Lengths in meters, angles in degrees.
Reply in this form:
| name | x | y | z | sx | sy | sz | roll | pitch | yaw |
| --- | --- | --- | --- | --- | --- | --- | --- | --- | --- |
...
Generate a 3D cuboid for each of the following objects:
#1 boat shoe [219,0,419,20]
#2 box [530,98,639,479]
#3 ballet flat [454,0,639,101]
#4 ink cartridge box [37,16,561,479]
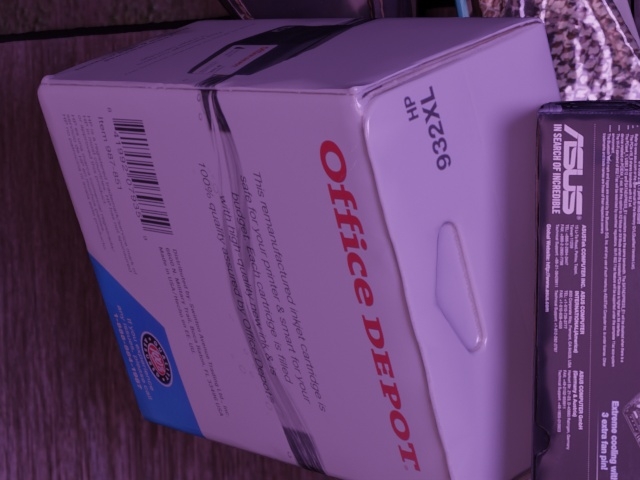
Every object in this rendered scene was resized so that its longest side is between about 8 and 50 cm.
| name | x | y | z | sx | sy | sz | roll | pitch | yaw |
| --- | --- | --- | --- | --- | --- | --- | --- | --- | --- |
| boat shoe | -0.074 | -0.235 | 1.153 | 0.132 | 0.130 | 0.355 | -41 | 75 | 28 |
| box | 0.219 | 0.089 | 0.882 | 0.243 | 0.076 | 0.307 | 1 | 95 | 12 |
| ballet flat | 0.115 | -0.226 | 1.049 | 0.182 | 0.164 | 0.482 | -20 | 91 | 9 |
| ink cartridge box | 0.000 | 0.000 | 1.044 | 0.307 | 0.129 | 0.223 | 8 | 118 | 53 |
